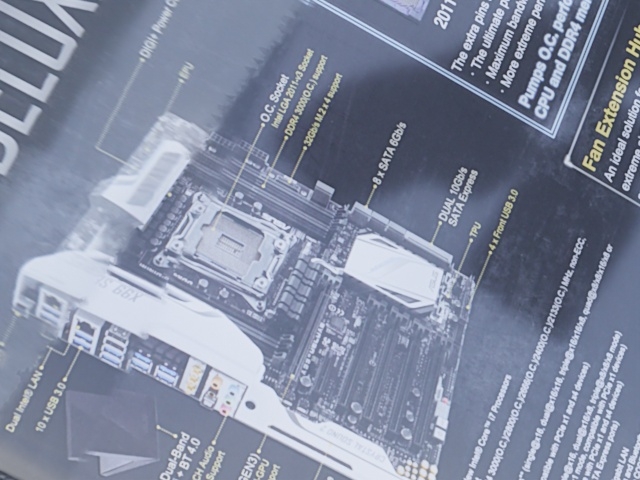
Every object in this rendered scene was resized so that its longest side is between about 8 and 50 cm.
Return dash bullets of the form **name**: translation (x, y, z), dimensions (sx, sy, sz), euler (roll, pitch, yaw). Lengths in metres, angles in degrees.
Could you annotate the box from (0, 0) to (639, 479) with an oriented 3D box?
- **box**: translation (0.035, -0.044, 0.409), dimensions (0.242, 0.307, 0.076), euler (28, -21, -12)
